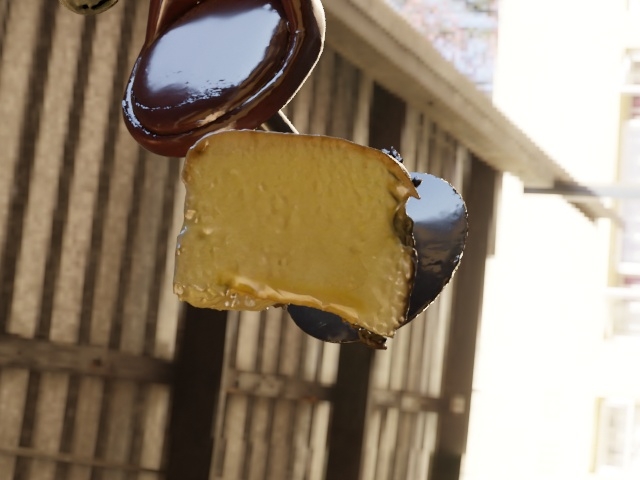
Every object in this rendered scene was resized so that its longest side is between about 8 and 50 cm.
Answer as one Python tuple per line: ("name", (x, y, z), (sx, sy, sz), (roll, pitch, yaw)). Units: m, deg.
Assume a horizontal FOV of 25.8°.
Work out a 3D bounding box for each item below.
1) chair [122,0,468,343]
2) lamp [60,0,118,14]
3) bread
("chair", (-0.036, -0.099, 1.372), (0.401, 0.226, 0.226), (52, -135, -40))
("lamp", (-0.223, -0.255, 1.184), (0.193, 0.106, 0.106), (52, 166, 47))
("bread", (0.000, 0.000, 0.991), (0.169, 0.160, 0.140), (13, -96, -73))
